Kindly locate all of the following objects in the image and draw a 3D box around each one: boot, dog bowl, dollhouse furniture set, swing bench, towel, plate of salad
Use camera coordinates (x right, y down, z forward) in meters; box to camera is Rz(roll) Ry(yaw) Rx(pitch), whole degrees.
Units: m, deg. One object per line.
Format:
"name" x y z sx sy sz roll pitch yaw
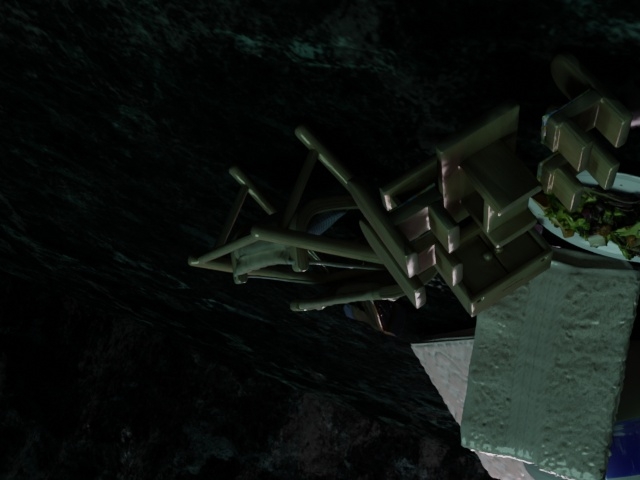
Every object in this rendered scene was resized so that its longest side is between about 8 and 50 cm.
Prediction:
"boot" 0.077 0.112 1.431 0.106 0.082 0.219 12 161 21
"dog bowl" 0.399 0.237 1.123 0.265 0.265 0.104 -2 107 52
"dollhouse furniture set" 0.132 -0.056 0.752 0.161 0.212 0.242 56 175 26
"swing bench" 0.000 0.000 1.085 0.254 0.165 0.253 29 160 -19
"towel" 0.332 0.303 1.473 0.332 0.053 0.317 58 156 -5
"plate of salad" 0.314 -0.014 0.866 0.199 0.048 0.200 20 160 8
"towel" 0.282 0.146 1.008 0.187 0.282 0.049 10 -176 32

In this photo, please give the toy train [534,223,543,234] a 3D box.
"toy train" 0.183 -0.016 0.954 0.166 0.046 0.125 23 173 -37
